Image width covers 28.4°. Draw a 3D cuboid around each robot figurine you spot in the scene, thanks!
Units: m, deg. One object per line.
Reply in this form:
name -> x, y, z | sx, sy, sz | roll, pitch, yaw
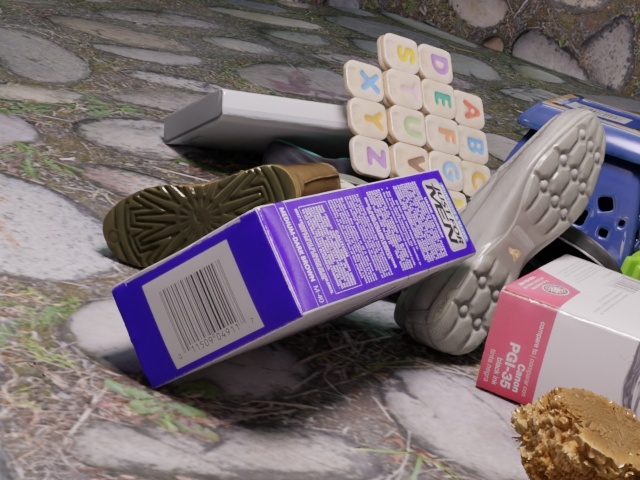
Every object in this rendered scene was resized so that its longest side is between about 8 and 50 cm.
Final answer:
robot figurine -> 0.462, 0.048, 1.723 | 0.115, 0.067, 0.101 | 6, 23, -26

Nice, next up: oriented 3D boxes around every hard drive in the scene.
hard drive -> -0.028, -0.163, 1.891 | 0.353, 0.047, 0.233 | 5, -8, -27

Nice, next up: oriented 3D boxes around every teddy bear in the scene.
teddy bear -> 0.311, 0.222, 1.040 | 0.338, 0.113, 0.245 | 12, 23, -33

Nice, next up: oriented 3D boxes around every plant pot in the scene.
plant pot -> 0.389, -0.089, 1.856 | 0.236, 0.212, 0.236 | 21, 20, 22

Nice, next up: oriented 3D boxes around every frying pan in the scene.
frying pan -> 0.332, 0.051, 1.471 | 0.326, 0.053, 0.197 | 22, -22, 31

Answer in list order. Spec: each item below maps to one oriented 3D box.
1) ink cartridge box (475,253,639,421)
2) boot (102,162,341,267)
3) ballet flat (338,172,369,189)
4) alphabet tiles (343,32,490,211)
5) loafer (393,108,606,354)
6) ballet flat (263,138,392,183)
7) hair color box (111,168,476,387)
ink cartridge box -> 0.333, 0.126, 1.295 | 0.283, 0.117, 0.207 | 21, 18, 25
boot -> -0.104, -0.034, 1.487 | 0.236, 0.089, 0.269 | -11, 3, 9
ballet flat -> 0.058, -0.048, 1.691 | 0.213, 0.072, 0.068 | 18, -9, 7
alphabet tiles -> 0.147, -0.156, 1.816 | 0.278, 0.284, 0.021 | 11, -23, -39
loafer -> 0.194, -0.020, 1.382 | 0.111, 0.319, 0.112 | 21, -24, 52
ballet flat -> 0.008, -0.087, 1.806 | 0.203, 0.074, 0.074 | 16, 17, 16
hair color box -> -0.013, 0.027, 1.207 | 0.185, 0.110, 0.339 | -27, -8, 32
